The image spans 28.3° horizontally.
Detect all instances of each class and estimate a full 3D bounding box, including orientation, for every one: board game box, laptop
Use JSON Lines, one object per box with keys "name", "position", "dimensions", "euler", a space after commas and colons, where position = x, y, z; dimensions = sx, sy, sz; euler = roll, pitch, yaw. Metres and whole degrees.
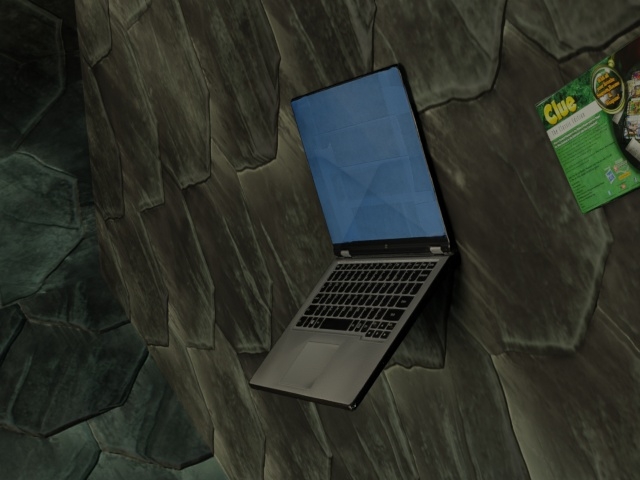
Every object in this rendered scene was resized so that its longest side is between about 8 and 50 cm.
{"name": "board game box", "position": [0.315, -0.123, 1.292], "dimensions": [0.136, 0.030, 0.259], "euler": [66, 157, 4]}
{"name": "laptop", "position": [0.000, 0.000, 1.843], "dimensions": [0.236, 0.408, 0.382], "euler": [40, 164, -17]}
